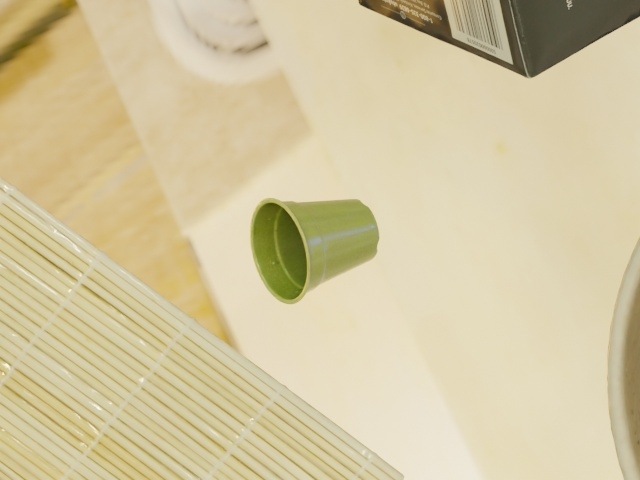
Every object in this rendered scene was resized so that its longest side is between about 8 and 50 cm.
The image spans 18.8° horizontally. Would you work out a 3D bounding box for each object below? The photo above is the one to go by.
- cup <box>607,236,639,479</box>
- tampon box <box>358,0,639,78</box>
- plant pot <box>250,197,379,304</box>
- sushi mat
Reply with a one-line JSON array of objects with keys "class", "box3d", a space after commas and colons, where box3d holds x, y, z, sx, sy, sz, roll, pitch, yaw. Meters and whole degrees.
[{"class": "cup", "box3d": [0.352, 0.066, 1.025, 0.331, 0.331, 0.237, -39, 168, 34]}, {"class": "tampon box", "box3d": [0.099, -0.154, 0.755, 0.161, 0.120, 0.101, -29, 123, -21]}, {"class": "plant pot", "box3d": [0.000, 0.000, 1.499, 0.079, 0.083, 0.083, -15, 159, -32]}, {"class": "sushi mat", "box3d": [-0.119, 0.105, 1.139, 0.151, 0.316, 0.019, -53, -179, 7]}]
